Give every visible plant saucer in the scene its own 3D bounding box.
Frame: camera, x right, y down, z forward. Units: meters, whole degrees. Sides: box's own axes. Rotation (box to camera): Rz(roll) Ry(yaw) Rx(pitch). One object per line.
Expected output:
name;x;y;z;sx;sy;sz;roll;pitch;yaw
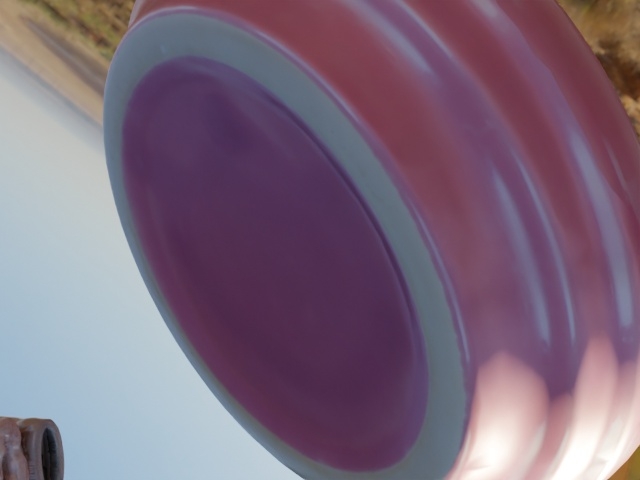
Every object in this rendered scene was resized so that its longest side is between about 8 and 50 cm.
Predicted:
plant saucer;0.000;0.000;0.478;0.332;0.084;0.332;35;140;35

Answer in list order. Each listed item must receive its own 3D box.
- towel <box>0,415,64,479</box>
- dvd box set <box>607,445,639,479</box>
towel;-0.267;0.260;0.649;0.317;0.332;0.053;-3;-178;39
dvd box set;0.277;0.352;0.791;0.307;0.420;0.062;39;152;-27
